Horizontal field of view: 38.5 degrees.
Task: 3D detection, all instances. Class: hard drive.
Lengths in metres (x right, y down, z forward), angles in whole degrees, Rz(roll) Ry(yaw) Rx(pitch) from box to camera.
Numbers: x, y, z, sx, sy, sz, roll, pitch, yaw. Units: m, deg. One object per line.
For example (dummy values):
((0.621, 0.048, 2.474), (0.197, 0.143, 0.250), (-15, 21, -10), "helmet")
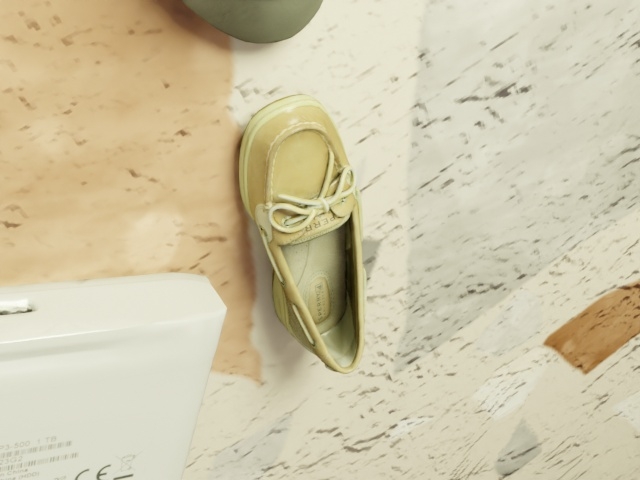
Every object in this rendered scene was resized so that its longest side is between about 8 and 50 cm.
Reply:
((-0.173, 0.157, 0.454), (0.203, 0.040, 0.308), (-4, 127, -33), "hard drive")

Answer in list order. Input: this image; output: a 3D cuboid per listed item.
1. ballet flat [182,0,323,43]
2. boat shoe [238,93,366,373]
((-0.035, -0.137, 0.287), (0.072, 0.068, 0.213), (-32, 137, -8), "ballet flat")
((-0.002, 0.001, 0.440), (0.056, 0.048, 0.153), (-22, 135, -19), "boat shoe")
